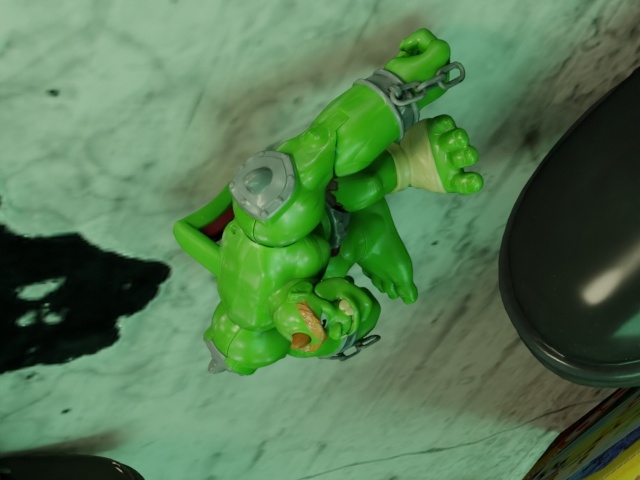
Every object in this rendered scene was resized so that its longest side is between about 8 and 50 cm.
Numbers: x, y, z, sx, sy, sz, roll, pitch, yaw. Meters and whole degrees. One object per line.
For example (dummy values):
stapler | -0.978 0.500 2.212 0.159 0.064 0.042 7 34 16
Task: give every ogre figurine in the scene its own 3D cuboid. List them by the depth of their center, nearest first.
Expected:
ogre figurine | 0.000 0.000 0.613 0.118 0.097 0.197 -28 168 -32

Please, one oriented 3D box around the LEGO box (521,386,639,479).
LEGO box | 0.330 0.110 0.769 0.500 0.193 0.372 -45 170 27

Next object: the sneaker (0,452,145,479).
sneaker | -0.191 0.147 0.689 0.222 0.083 0.118 -9 143 -23

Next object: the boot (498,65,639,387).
boot | 0.188 -0.141 0.472 0.367 0.146 0.445 -40 153 -2
